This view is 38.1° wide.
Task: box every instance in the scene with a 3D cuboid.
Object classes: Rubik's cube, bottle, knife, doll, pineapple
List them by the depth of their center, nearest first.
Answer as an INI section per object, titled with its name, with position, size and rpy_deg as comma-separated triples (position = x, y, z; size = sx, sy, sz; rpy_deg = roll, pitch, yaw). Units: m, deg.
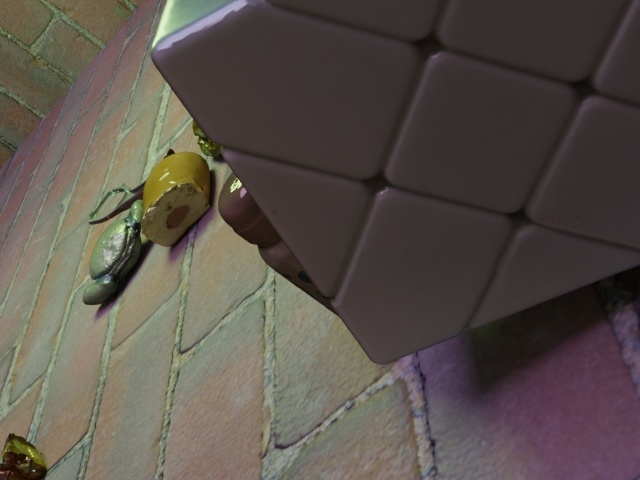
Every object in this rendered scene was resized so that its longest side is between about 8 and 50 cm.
[Rubik's cube]
position = 0.101, -0.156, 0.712
size = 0.321, 0.319, 0.316
rpy_deg = -25, 33, 17
[bottle]
position = 0.000, 0.000, 0.892
size = 0.110, 0.209, 0.097
rpy_deg = -6, 53, 57
[pineapple]
position = -0.483, 0.353, 1.444
size = 0.137, 0.069, 0.116
rpy_deg = -40, 29, 30
[doll]
position = -0.365, 0.021, 1.663
size = 0.103, 0.071, 0.214
rpy_deg = 4, 64, 63
[knife]
position = -0.353, -0.113, 1.837
size = 0.278, 0.053, 0.123
rpy_deg = -26, 32, 43

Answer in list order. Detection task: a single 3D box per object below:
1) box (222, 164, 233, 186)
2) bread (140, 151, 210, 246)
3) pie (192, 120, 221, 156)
[box]
position = -0.003, -0.170, 1.213
size = 0.251, 0.106, 0.203
rpy_deg = -21, 49, 45
[bread]
position = -0.250, -0.080, 1.576
size = 0.134, 0.085, 0.173
rpy_deg = -46, 26, 15
[pie]
position = -0.166, -0.247, 1.644
size = 0.201, 0.090, 0.248
rpy_deg = -53, 21, 8
